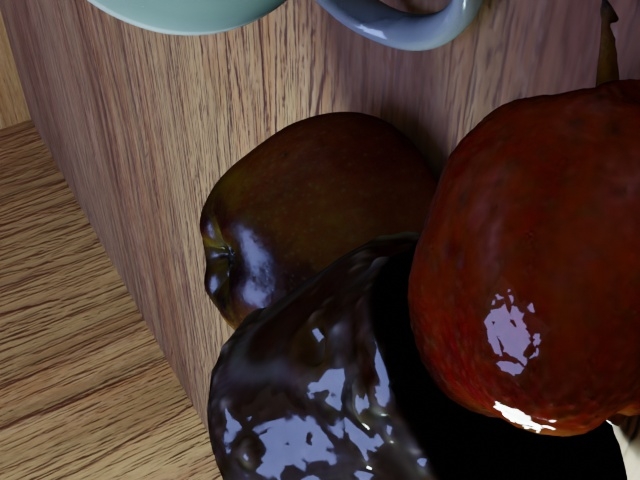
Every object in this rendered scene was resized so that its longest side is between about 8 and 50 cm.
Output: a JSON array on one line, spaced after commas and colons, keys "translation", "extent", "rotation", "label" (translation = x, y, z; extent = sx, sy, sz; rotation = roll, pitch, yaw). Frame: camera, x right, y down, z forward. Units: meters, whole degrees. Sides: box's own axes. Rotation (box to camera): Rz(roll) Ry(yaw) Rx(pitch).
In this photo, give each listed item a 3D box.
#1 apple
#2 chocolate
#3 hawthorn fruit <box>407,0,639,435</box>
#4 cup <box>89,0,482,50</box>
[{"translation": [0.000, 0.000, 0.929], "extent": [0.230, 0.230, 0.230], "rotation": [53, 157, 35], "label": "apple"}, {"translation": [0.060, 0.149, 0.741], "extent": [0.340, 0.210, 0.225], "rotation": [44, -142, -33], "label": "chocolate"}, {"translation": [0.154, -0.018, 0.566], "extent": [0.207, 0.207, 0.243], "rotation": [170, 104, -71], "label": "hawthorn fruit"}, {"translation": [-0.025, -0.262, 0.703], "extent": [0.356, 0.259, 0.274], "rotation": [39, 166, -15], "label": "cup"}]
